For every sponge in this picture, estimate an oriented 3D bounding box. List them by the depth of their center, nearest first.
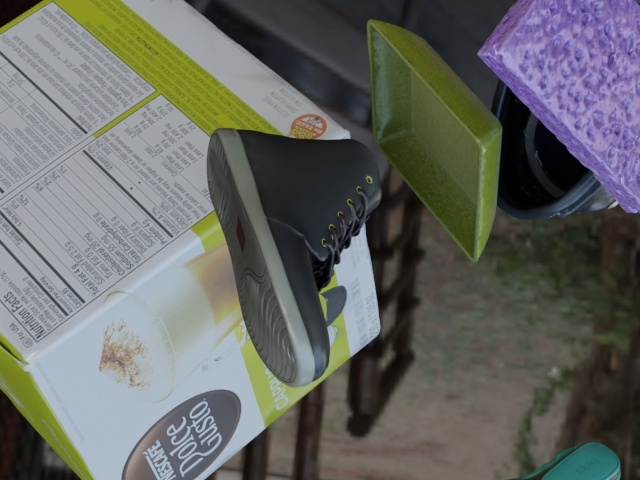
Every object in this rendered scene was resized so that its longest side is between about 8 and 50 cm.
[{"bbox_3d":[0.221,-0.124,1.017,0.210,0.117,0.031,40,167,-30],"label":"sponge"}]

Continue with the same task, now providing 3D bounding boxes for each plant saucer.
[{"bbox_3d":[0.115,-0.102,1.252,0.045,0.188,0.188,-28,148,-14],"label":"plant saucer"}]

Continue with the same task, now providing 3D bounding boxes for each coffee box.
[{"bbox_3d":[-0.186,0.005,1.245,0.338,0.334,0.337,41,159,31],"label":"coffee box"}]

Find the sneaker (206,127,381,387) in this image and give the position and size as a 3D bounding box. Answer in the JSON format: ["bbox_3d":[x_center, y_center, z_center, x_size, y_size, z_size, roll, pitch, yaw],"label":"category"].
[{"bbox_3d":[0.000,0.000,0.922,0.118,0.222,0.083,-4,141,-18],"label":"sneaker"}]

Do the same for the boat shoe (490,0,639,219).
[{"bbox_3d":[0.272,-0.210,1.189,0.156,0.187,0.500,-26,146,-38],"label":"boat shoe"}]

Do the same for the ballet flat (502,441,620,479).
[{"bbox_3d":[0.220,0.289,1.373,0.247,0.087,0.083,-16,-133,-38],"label":"ballet flat"}]
